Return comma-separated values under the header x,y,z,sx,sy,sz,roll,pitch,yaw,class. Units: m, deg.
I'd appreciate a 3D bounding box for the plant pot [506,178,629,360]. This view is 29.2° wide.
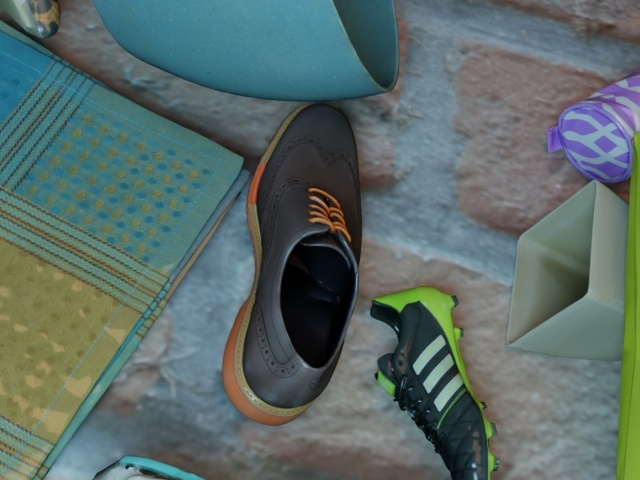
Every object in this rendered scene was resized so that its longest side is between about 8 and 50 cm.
x,y,z,sx,sy,sz,roll,pitch,yaw,class
0.221,0.036,0.972,0.096,0.109,0.109,23,56,-17,plant pot

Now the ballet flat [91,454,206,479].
x,y,z,sx,sy,sz,roll,pitch,yaw,class
0.023,0.267,0.739,0.409,0.147,0.147,25,56,-2,ballet flat

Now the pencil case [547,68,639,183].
x,y,z,sx,sy,sz,roll,pitch,yaw,class
0.302,-0.127,1.104,0.206,0.086,0.088,-31,39,-32,pencil case

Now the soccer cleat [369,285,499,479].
x,y,z,sx,sy,sz,roll,pitch,yaw,class
0.081,0.115,0.908,0.072,0.060,0.179,-7,56,-10,soccer cleat

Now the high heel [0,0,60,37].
x,y,z,sx,sy,sz,roll,pitch,yaw,class
-0.191,-0.273,1.020,0.186,0.093,0.261,-13,56,-17,high heel

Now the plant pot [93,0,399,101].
x,y,z,sx,sy,sz,roll,pitch,yaw,class
-0.073,-0.232,0.958,0.195,0.290,0.290,-13,59,15,plant pot

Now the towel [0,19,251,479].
x,y,z,sx,sy,sz,roll,pitch,yaw,class
-0.250,0.014,0.870,0.271,0.040,0.370,30,57,1,towel

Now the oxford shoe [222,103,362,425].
x,y,z,sx,sy,sz,roll,pitch,yaw,class
0.000,0.000,0.912,0.097,0.098,0.271,19,58,-20,oxford shoe

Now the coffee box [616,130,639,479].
x,y,z,sx,sy,sz,roll,pitch,yaw,class
0.430,0.069,0.809,0.334,0.337,0.338,17,68,-22,coffee box
